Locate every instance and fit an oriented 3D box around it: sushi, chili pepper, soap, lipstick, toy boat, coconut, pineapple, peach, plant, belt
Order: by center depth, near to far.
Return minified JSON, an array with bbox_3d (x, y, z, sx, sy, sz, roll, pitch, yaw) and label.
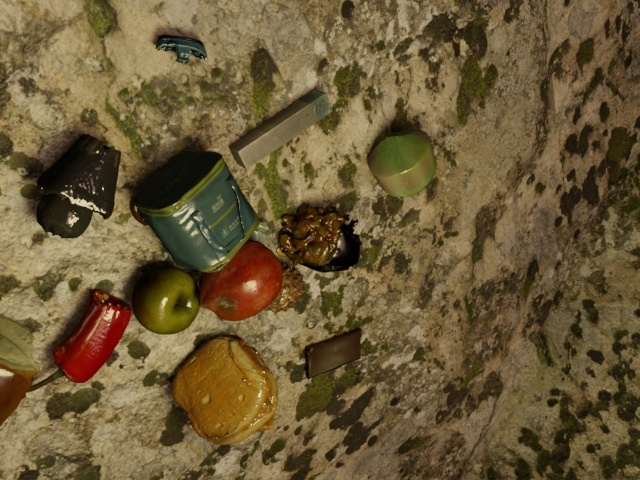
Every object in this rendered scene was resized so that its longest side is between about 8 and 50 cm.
[{"bbox_3d":[-0.576,-0.123,1.466,0.164,0.142,0.256,26,91,-43],"label":"plant"},{"bbox_3d":[-0.341,-0.471,1.524,0.137,0.060,0.060,-4,94,-42],"label":"toy boat"},{"bbox_3d":[-0.633,0.304,1.632,0.131,0.135,0.338,35,88,-45],"label":"chili pepper"},{"bbox_3d":[-0.472,-0.083,1.632,0.059,0.036,0.083,-29,126,-31],"label":"belt"},{"bbox_3d":[-0.237,0.115,1.715,0.257,0.232,0.232,-23,125,-43],"label":"peach"},{"bbox_3d":[-0.112,-0.322,1.763,0.317,0.068,0.066,-37,130,-17],"label":"lipstick"},{"bbox_3d":[-0.001,-0.007,1.923,0.204,0.213,0.199,15,66,-50],"label":"sushi"},{"bbox_3d":[-0.120,0.146,1.936,0.193,0.166,0.166,-7,120,-68],"label":"pineapple"},{"bbox_3d":[-0.109,0.043,1.979,0.089,0.012,0.034,30,91,-42],"label":"soap"},{"bbox_3d":[0.265,-0.256,1.991,0.236,0.204,0.235,3,142,3],"label":"coconut"}]

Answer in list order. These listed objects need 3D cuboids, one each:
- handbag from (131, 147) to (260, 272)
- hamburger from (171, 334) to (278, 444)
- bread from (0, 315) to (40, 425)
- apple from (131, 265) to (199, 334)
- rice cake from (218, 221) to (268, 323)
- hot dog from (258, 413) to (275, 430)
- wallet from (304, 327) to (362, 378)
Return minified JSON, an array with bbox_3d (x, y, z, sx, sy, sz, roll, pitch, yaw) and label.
[{"bbox_3d":[-0.318,-0.078,1.617,0.263,0.222,0.241,-51,134,-26],"label":"handbag"},{"bbox_3d":[-0.286,0.450,1.856,0.284,0.304,0.174,-39,140,-4],"label":"hamburger"},{"bbox_3d":[-0.831,0.325,1.435,0.279,0.225,0.250,-52,130,1],"label":"bread"},{"bbox_3d":[-0.429,0.164,1.696,0.196,0.157,0.196,-17,114,-44],"label":"apple"},{"bbox_3d":[-0.235,0.097,1.878,0.066,0.063,0.336,11,105,-35],"label":"rice cake"},{"bbox_3d":[-0.271,0.615,2.093,0.249,0.076,0.102,0,99,-35],"label":"hot dog"},{"bbox_3d":[0.049,0.413,2.262,0.243,0.039,0.132,-14,113,-31],"label":"wallet"}]
